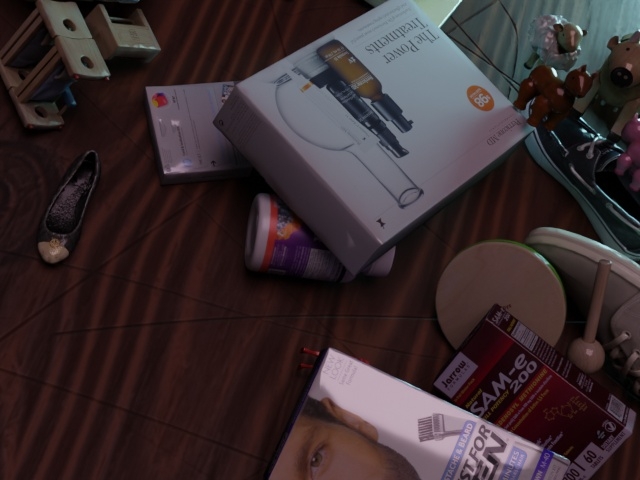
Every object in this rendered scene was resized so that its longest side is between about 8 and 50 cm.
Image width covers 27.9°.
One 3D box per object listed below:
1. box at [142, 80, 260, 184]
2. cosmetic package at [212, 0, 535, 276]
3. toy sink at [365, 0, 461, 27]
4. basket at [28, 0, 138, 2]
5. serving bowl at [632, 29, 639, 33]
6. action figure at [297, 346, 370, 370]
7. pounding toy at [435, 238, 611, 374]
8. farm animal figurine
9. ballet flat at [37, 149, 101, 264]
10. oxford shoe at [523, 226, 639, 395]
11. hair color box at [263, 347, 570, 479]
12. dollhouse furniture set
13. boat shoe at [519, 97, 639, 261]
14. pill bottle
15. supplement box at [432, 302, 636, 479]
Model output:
[{"bbox_3d":[-0.148,-0.157,1.837,0.186,0.038,0.145,-7,66,-19],"label":"box"},{"bbox_3d":[0.083,-0.158,1.774,0.284,0.097,0.377,49,50,6],"label":"cosmetic package"},{"bbox_3d":[0.126,-0.451,1.994,0.234,0.131,0.153,36,54,3],"label":"toy sink"},{"bbox_3d":[-0.324,-0.477,1.772,0.255,0.289,0.201,2,28,10],"label":"basket"},{"bbox_3d":[0.539,-0.312,2.085,0.083,0.027,0.083,10,58,-16],"label":"serving bowl"},{"bbox_3d":[0.026,0.170,1.730,0.115,0.030,0.038,14,67,-14],"label":"action figure"},{"bbox_3d":[0.286,0.083,1.788,0.237,0.183,0.110,9,15,20],"label":"pounding toy"},{"bbox_3d":[0.461,-0.217,1.861,0.330,0.172,0.327,25,29,-5],"label":"farm animal figurine"},{"bbox_3d":[-0.338,-0.047,1.723,0.057,0.049,0.173,17,61,-6],"label":"ballet flat"},{"bbox_3d":[0.459,0.143,1.799,0.449,0.169,0.130,39,81,4],"label":"oxford shoe"},{"bbox_3d":[0.119,0.288,1.625,0.339,0.110,0.185,25,81,-1],"label":"hair color box"},{"bbox_3d":[-0.329,-0.241,1.801,0.184,0.129,0.129,-5,63,-51],"label":"dollhouse furniture set"},{"bbox_3d":[0.413,-0.111,1.933,0.108,0.102,0.301,-24,73,-24],"label":"boat shoe"},{"bbox_3d":[0.000,0.000,1.760,0.193,0.108,0.108,8,63,-12],"label":"pill bottle"},{"bbox_3d":[0.284,0.211,1.717,0.239,0.130,0.073,38,23,6],"label":"supplement box"}]
